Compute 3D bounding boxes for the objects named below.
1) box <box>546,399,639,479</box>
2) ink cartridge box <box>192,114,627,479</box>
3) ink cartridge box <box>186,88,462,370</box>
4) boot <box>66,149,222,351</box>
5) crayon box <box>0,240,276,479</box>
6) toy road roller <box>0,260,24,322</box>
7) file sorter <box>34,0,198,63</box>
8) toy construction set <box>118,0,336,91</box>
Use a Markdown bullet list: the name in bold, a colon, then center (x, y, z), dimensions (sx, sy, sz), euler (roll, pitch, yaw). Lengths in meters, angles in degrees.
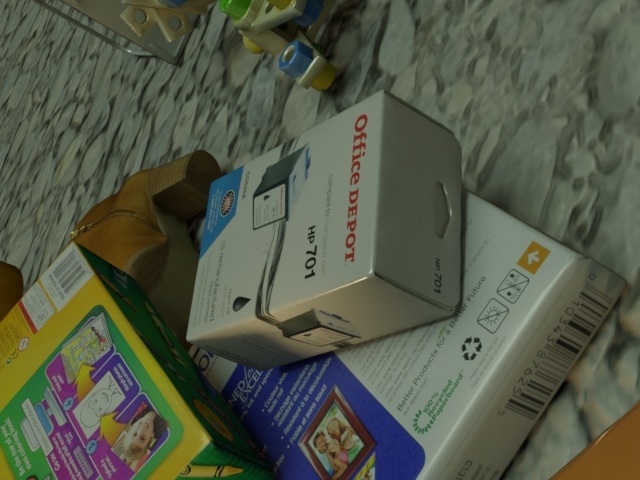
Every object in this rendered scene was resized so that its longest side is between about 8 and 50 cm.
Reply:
- **box**: center (0.187, 0.178, 0.327), dimensions (0.345, 0.168, 0.215), euler (-49, 37, 19)
- **ink cartridge box**: center (0.026, 0.087, 0.685), dimensions (0.303, 0.072, 0.307), euler (-60, 33, 7)
- **ink cartridge box**: center (0.000, 0.000, 0.646), dimensions (0.191, 0.082, 0.139), euler (-24, 51, 43)
- **boot**: center (-0.211, 0.046, 0.977), dimensions (0.211, 0.104, 0.295), euler (-26, 39, 36)
- **crayon box**: center (-0.176, 0.143, 0.721), dimensions (0.165, 0.081, 0.278), euler (-48, 46, 2)
- **toy road roller**: center (-0.431, 0.177, 1.054), dimensions (0.202, 0.240, 0.329), euler (-4, 65, 51)
- **file sorter**: center (-0.252, -0.410, 1.253), dimensions (0.173, 0.193, 0.277), euler (16, 81, 57)
- **toy construction set**: center (-0.071, -0.277, 0.987), dimensions (0.328, 0.151, 0.215), euler (19, 84, 44)
